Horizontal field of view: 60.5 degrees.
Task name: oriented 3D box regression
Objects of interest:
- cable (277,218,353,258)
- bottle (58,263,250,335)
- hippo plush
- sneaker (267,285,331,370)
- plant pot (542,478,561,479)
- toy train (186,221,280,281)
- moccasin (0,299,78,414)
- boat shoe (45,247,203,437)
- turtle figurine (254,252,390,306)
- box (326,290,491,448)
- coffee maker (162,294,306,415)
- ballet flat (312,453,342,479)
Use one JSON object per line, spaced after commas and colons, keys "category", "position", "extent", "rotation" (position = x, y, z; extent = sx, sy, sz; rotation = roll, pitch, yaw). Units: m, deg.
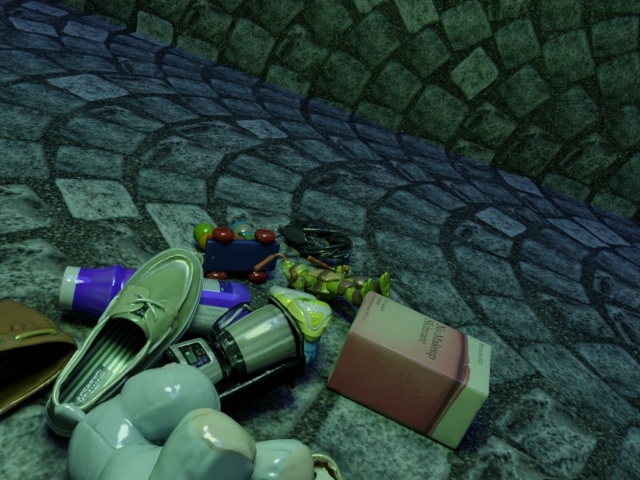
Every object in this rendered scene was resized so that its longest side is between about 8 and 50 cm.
{"category": "cable", "position": [0.000, 0.000, 1.286], "extent": [0.184, 0.047, 0.150], "rotation": [24, 18, 29]}
{"category": "bottle", "position": [-0.258, 0.095, 0.874], "extent": [0.282, 0.092, 0.118], "rotation": [10, -1, -19]}
{"category": "hippo plush", "position": [-0.164, 0.268, 0.576], "extent": [0.294, 0.234, 0.236], "rotation": [-39, 30, -13]}
{"category": "sneaker", "position": [-0.053, 0.150, 0.944], "extent": [0.091, 0.126, 0.240], "rotation": [15, -3, -12]}
{"category": "plant pot", "position": [0.314, 0.398, 0.638], "extent": [0.167, 0.188, 0.187], "rotation": [18, 24, 26]}
{"category": "toy train", "position": [-0.219, 0.007, 1.080], "extent": [0.248, 0.105, 0.143], "rotation": [2, 22, -31]}
{"category": "moccasin", "position": [-0.422, 0.189, 0.579], "extent": [0.147, 0.139, 0.380], "rotation": [17, 16, 14]}
{"category": "boat shoe", "position": [-0.243, 0.120, 0.734], "extent": [0.109, 0.094, 0.302], "rotation": [31, 52, -6]}
{"category": "turtle figurine", "position": [0.012, 0.084, 1.081], "extent": [0.217, 0.087, 0.269], "rotation": [10, 1, 34]}
{"category": "box", "position": [0.150, 0.208, 0.916], "extent": [0.232, 0.127, 0.148], "rotation": [24, 27, 8]}
{"category": "coffee maker", "position": [-0.117, 0.188, 0.775], "extent": [0.178, 0.171, 0.120], "rotation": [-23, 25, -26]}
{"category": "ballet flat", "position": [0.007, 0.349, 0.611], "extent": [0.086, 0.086, 0.248], "rotation": [12, 28, -15]}
